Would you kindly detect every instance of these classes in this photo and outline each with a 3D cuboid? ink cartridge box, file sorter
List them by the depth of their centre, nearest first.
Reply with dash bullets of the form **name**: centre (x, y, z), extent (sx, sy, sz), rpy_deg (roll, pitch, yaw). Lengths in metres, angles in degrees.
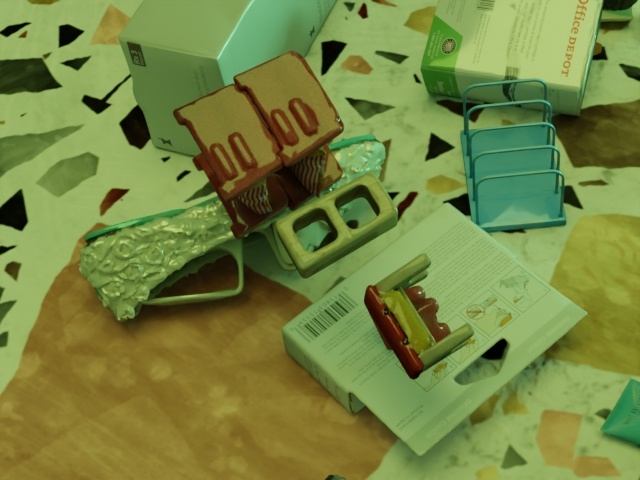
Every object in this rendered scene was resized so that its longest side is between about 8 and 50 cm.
- **ink cartridge box**: centre (0.133, 0.107, 1.397), extent (0.275, 0.060, 0.239), rpy_deg (-36, 57, -20)
- **file sorter**: centre (0.245, -0.112, 1.521), extent (0.118, 0.104, 0.170), rpy_deg (-5, 52, 4)
- **ink cartridge box**: centre (0.264, -0.270, 1.624), extent (0.219, 0.092, 0.160), rpy_deg (12, 74, 16)

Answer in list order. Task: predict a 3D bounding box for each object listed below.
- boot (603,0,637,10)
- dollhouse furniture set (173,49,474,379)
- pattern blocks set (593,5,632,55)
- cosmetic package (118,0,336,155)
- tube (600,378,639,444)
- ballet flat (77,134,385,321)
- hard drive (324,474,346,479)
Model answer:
- **boot**: centre (0.431, -0.435, 1.740), extent (0.189, 0.076, 0.208), rpy_deg (35, 57, 27)
- **dollhouse furniture set**: centre (0.000, 0.000, 1.309), extent (0.152, 0.201, 0.374), rpy_deg (-29, 77, -6)
- **pattern blocks set**: centre (0.362, -0.364, 1.747), extent (0.324, 0.026, 0.285), rpy_deg (8, 54, 14)
- **cosmetic package**: centre (-0.114, -0.319, 1.667), extent (0.156, 0.217, 0.385), rpy_deg (13, 57, 18)
- **tube**: centre (0.414, 0.217, 1.283), extent (0.207, 0.052, 0.080), rpy_deg (21, 49, 30)
- **ballet flat**: centre (-0.097, -0.003, 1.494), extent (0.408, 0.147, 0.147), rpy_deg (-20, 52, -4)
- **hard drive**: centre (-0.005, 0.420, 1.172), extent (0.237, 0.064, 0.339), rpy_deg (29, 63, 27)
